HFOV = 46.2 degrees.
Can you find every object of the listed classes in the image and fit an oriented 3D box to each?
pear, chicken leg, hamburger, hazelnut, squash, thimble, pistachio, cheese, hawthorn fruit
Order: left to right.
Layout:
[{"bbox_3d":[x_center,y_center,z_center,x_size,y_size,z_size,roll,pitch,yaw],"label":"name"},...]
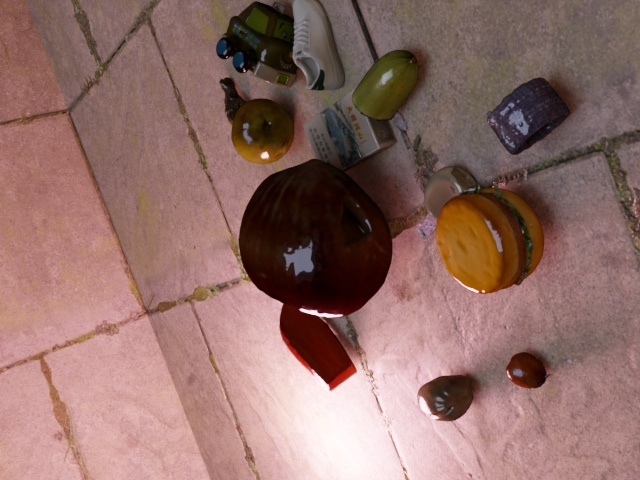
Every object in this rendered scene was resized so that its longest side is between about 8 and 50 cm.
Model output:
[{"bbox_3d":[-0.268,-0.432,2.340,0.069,0.084,0.198,87,162,-62],"label":"chicken leg"},{"bbox_3d":[-0.170,-0.315,2.175,0.200,0.200,0.200,27,127,42],"label":"pear"},{"bbox_3d":[0.000,0.000,1.976,0.429,0.402,0.402,21,123,55],"label":"hazelnut"},{"bbox_3d":[0.164,-0.376,1.772,0.123,0.123,0.187,59,144,13],"label":"squash"},{"bbox_3d":[0.293,-0.078,1.801,0.137,0.064,0.227,55,143,20],"label":"cheese"},{"bbox_3d":[0.325,0.412,1.968,0.185,0.124,0.125,-25,87,61],"label":"pistachio"},{"bbox_3d":[0.376,-0.010,1.637,0.246,0.169,0.246,40,140,46],"label":"hamburger"},{"bbox_3d":[0.411,-0.247,1.494,0.098,0.150,0.150,57,143,11],"label":"thimble"},{"bbox_3d":[0.483,0.305,1.738,0.093,0.081,0.081,31,130,37],"label":"hawthorn fruit"}]

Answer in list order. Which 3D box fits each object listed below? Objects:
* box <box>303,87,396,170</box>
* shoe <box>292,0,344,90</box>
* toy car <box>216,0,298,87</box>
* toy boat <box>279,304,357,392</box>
[{"bbox_3d":[0.072,-0.281,1.978,0.256,0.069,0.164,-24,88,54],"label":"box"},{"bbox_3d":[-0.028,-0.514,1.959,0.095,0.110,0.265,-22,92,55],"label":"shoe"},{"bbox_3d":[-0.147,-0.552,2.055,0.248,0.204,0.198,43,115,34],"label":"toy car"},{"bbox_3d":[-0.024,0.325,2.362,0.332,0.145,0.133,49,168,26],"label":"toy boat"}]
